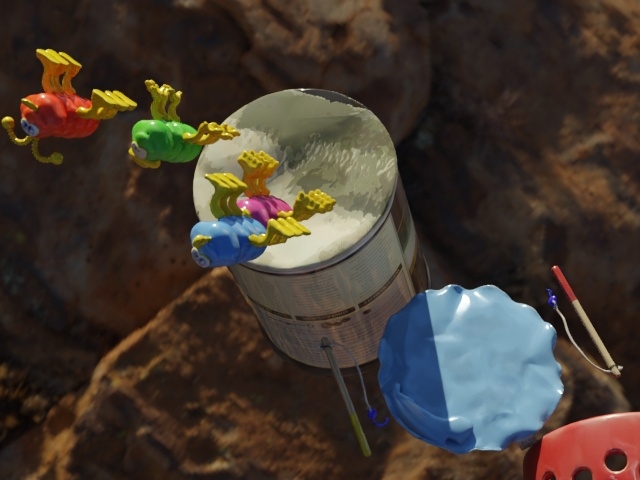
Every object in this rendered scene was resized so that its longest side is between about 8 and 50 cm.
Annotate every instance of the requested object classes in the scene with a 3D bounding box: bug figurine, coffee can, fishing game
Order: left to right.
[{"bbox_3d":[-0.116,-0.054,1.147,0.279,0.072,0.216,36,18,22],"label":"bug figurine"},{"bbox_3d":[0.000,0.000,1.441,0.202,0.275,0.201,-5,63,9],"label":"coffee can"},{"bbox_3d":[0.145,0.126,1.338,0.264,0.041,0.189,-19,56,-11],"label":"fishing game"}]

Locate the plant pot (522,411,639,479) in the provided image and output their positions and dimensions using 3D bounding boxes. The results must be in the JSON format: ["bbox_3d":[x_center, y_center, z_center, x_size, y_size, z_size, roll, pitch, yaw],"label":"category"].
[{"bbox_3d":[0.290,0.272,1.279,0.191,0.191,0.174,13,52,-21],"label":"plant pot"}]
